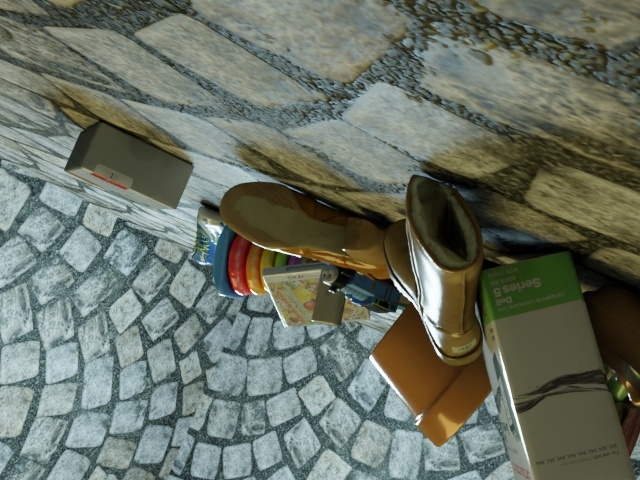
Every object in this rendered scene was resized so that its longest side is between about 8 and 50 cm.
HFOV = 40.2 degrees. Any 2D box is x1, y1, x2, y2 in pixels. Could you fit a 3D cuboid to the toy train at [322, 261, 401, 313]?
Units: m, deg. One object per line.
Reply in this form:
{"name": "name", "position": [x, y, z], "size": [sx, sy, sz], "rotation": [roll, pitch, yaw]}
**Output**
{"name": "toy train", "position": [0.075, 0.062, 1.589], "size": [0.184, 0.105, 0.080], "rotation": [27, 161, -36]}

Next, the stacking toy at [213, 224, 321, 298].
{"name": "stacking toy", "position": [-0.079, 0.058, 2.018], "size": [0.301, 0.175, 0.165], "rotation": [4, 175, 21]}

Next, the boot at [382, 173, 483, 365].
{"name": "boot", "position": [0.134, 0.004, 1.050], "size": [0.236, 0.089, 0.269], "rotation": [61, 175, 32]}

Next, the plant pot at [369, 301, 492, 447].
{"name": "plant pot", "position": [0.227, 0.204, 1.614], "size": [0.203, 0.291, 0.291], "rotation": [38, 175, 8]}

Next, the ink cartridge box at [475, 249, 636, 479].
{"name": "ink cartridge box", "position": [0.275, 0.169, 1.082], "size": [0.114, 0.273, 0.198], "rotation": [-13, 168, 3]}

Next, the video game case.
{"name": "video game case", "position": [-0.005, 0.123, 1.969], "size": [0.206, 0.026, 0.227], "rotation": [-6, 144, 9]}

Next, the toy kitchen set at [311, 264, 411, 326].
{"name": "toy kitchen set", "position": [0.114, 0.140, 1.853], "size": [0.207, 0.122, 0.166], "rotation": [7, 167, 23]}

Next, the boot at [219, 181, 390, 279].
{"name": "boot", "position": [0.001, -0.001, 1.405], "size": [0.295, 0.104, 0.211], "rotation": [15, 170, 24]}

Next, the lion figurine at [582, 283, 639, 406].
{"name": "lion figurine", "position": [0.412, 0.136, 1.021], "size": [0.392, 0.142, 0.240], "rotation": [21, 166, 48]}

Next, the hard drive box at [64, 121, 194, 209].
{"name": "hard drive box", "position": [-0.355, -0.132, 1.600], "size": [0.181, 0.089, 0.232], "rotation": [25, 172, -22]}

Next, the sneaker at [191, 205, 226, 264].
{"name": "sneaker", "position": [-0.261, -0.002, 2.101], "size": [0.091, 0.126, 0.240], "rotation": [22, 173, 8]}

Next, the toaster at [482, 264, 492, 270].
{"name": "toaster", "position": [0.253, 0.101, 1.345], "size": [0.185, 0.110, 0.168], "rotation": [21, 173, 15]}

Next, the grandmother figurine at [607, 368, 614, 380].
{"name": "grandmother figurine", "position": [0.637, 0.289, 1.621], "size": [0.342, 0.104, 0.208], "rotation": [22, 146, 33]}

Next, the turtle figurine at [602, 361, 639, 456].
{"name": "turtle figurine", "position": [0.411, 0.203, 1.356], "size": [0.197, 0.275, 0.266], "rotation": [14, 145, 10]}
